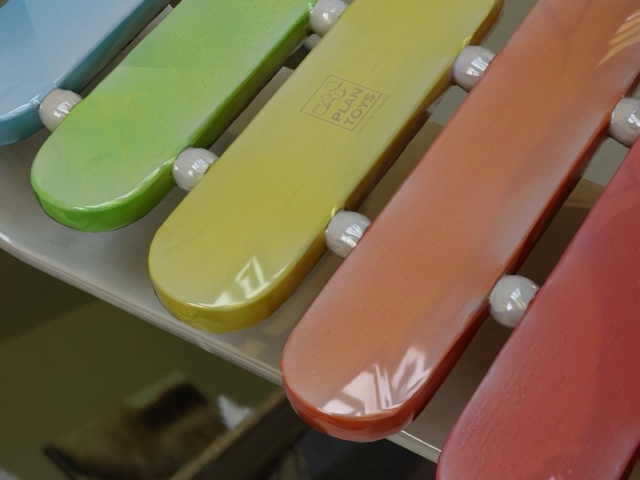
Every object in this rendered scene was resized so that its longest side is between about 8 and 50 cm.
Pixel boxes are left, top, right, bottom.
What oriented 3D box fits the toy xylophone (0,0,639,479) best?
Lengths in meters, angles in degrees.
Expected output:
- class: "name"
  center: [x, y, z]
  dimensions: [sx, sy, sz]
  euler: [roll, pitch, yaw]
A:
- class: "toy xylophone"
  center: [0.000, 0.000, 0.405]
  dimensions: [0.081, 0.322, 0.236]
  euler: [82, -149, -49]
